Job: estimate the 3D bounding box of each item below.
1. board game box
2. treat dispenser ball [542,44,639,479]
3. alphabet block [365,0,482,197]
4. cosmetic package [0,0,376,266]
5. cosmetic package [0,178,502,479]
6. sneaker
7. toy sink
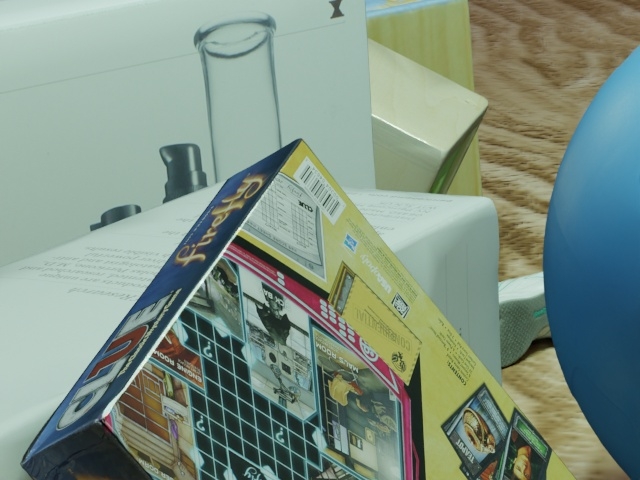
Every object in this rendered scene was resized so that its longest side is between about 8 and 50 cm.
[{"bbox_3d":[0.024,0.105,0.685,0.042,0.243,0.165,-28,18,37],"label":"board game box"},{"bbox_3d":[0.248,0.012,0.917,0.288,0.288,0.288,-5,15,1],"label":"treat dispenser ball"},{"bbox_3d":[-0.006,-0.087,1.535,0.193,0.197,0.192,-16,19,-34],"label":"alphabet block"},{"bbox_3d":[-0.139,0.015,1.041,0.377,0.284,0.097,-16,19,-34],"label":"cosmetic package"},{"bbox_3d":[-0.081,0.121,0.772,0.156,0.217,0.385,5,19,33],"label":"cosmetic package"},{"bbox_3d":[0.141,0.040,1.298,0.152,0.054,0.061,-14,15,-29],"label":"sneaker"},{"bbox_3d":[0.000,0.000,1.291,0.131,0.234,0.153,28,20,6],"label":"toy sink"}]
